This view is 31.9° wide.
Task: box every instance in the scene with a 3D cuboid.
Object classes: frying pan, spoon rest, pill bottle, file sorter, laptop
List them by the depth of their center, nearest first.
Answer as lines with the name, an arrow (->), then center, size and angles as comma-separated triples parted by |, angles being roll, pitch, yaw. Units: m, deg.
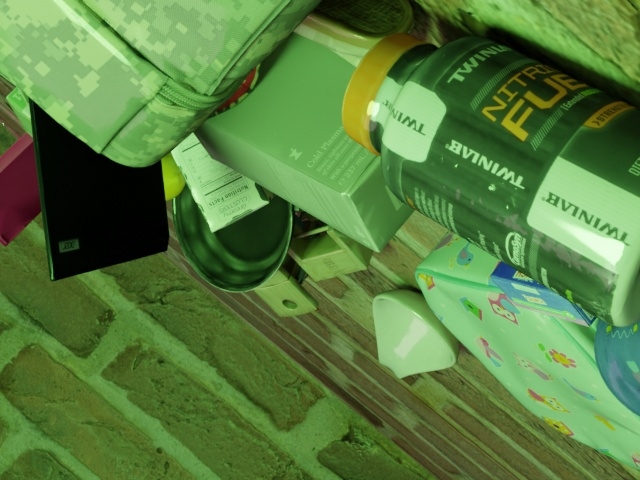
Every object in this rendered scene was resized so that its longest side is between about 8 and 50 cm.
pill bottle -> 0.131, -0.055, 0.754 | 0.246, 0.130, 0.130 | 32, 165, 30
laptop -> -0.248, -0.104, 0.954 | 0.264, 0.136, 0.234 | 32, -168, 9
frying pan -> -0.060, -0.066, 1.319 | 0.326, 0.053, 0.197 | -35, 75, 36
spoon rest -> 0.125, 0.139, 1.549 | 0.137, 0.084, 0.276 | 38, 168, 11
file sorter -> -0.475, -0.178, 1.748 | 0.182, 0.290, 0.202 | 41, 168, 13

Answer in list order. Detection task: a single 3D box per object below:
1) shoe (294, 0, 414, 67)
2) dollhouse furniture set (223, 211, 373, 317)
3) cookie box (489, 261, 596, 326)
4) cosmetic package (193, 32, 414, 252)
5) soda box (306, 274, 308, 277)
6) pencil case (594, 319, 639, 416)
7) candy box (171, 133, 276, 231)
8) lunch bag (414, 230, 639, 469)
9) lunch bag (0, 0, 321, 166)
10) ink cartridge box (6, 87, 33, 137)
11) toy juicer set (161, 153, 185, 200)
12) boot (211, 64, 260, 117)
shoe -> -0.026, -0.194, 0.862 | 0.219, 0.076, 0.058 | 34, 161, 17
dollhouse furniture set -> 0.000, 0.000, 1.433 | 0.184, 0.129, 0.129 | -15, 130, 38
cookie box -> 0.192, 0.005, 0.836 | 0.040, 0.107, 0.092 | 46, 166, -25
cosmetic package -> -0.007, -0.103, 1.011 | 0.238, 0.127, 0.107 | 29, 164, 34
soda box -> -0.077, -0.010, 1.692 | 0.169, 0.053, 0.060 | 41, 167, -4
pencil case -> 0.302, 0.073, 0.723 | 0.133, 0.119, 0.306 | 36, 168, -10
candy box -> -0.123, -0.114, 1.200 | 0.196, 0.070, 0.165 | 63, -178, -5
lunch bag -> 0.236, 0.091, 1.007 | 0.279, 0.108, 0.224 | 45, 164, -23
lunch bag -> -0.113, -0.231, 0.680 | 0.305, 0.212, 0.256 | 43, 135, -9
ink cartridge box -> -0.314, -0.220, 1.394 | 0.056, 0.171, 0.235 | 39, 167, 8
toy juicer set -> -0.225, -0.134, 1.222 | 0.329, 0.089, 0.209 | -63, -49, -86
boot -> -0.218, -0.241, 0.893 | 0.284, 0.138, 0.377 | 45, -172, 23
